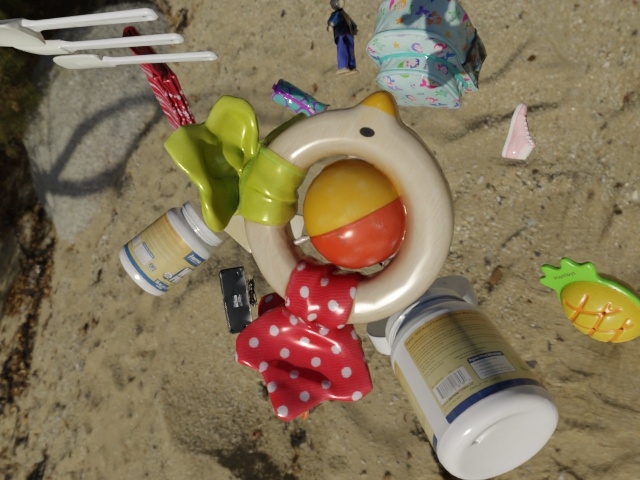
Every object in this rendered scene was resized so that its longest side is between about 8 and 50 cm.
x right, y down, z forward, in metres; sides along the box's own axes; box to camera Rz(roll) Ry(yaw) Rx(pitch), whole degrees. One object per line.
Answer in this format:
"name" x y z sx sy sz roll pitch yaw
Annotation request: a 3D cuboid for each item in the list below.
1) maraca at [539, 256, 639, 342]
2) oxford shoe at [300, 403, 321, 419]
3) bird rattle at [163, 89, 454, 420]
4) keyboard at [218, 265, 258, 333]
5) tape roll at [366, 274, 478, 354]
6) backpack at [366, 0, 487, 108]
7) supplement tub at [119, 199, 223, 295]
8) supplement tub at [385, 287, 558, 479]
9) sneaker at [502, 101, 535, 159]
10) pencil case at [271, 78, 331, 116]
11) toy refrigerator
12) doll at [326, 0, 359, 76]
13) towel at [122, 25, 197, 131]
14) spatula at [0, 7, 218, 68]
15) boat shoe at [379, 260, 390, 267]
"maraca" 0.445 0.096 0.788 0.099 0.185 0.127 -51 4 -30
"oxford shoe" -0.021 0.363 1.188 0.271 0.098 0.097 115 134 -84
"bird rattle" 0.000 0.000 0.374 0.206 0.143 0.254 -24 83 25
"keyboard" -0.229 0.168 1.389 0.038 0.100 0.192 -134 36 -77
"tape roll" 0.337 0.245 1.633 0.392 0.072 0.392 -30 7 4
"backpack" 0.223 -0.409 1.057 0.225 0.253 0.191 15 80 34
"supplement tub" -0.339 0.015 1.113 0.199 0.144 0.144 -38 40 0
"supplement tub" 0.274 0.264 0.948 0.228 0.228 0.316 -54 33 20
"sneaker" 0.488 -0.258 1.156 0.070 0.051 0.134 22 112 30
"pencil case" -0.053 -0.360 1.261 0.065 0.151 0.070 -61 -4 16
"toy refrigerator" -0.140 -0.042 1.031 0.269 0.102 0.094 31 111 59
"doll" 0.054 -0.506 1.186 0.046 0.129 0.189 -2 98 39
"towel" -0.237 -0.195 0.802 0.031 0.275 0.199 -30 52 -13
"spatula" -0.259 -0.226 0.561 0.241 0.168 0.019 4 92 16
"boat shoe" 0.193 0.051 1.429 0.066 0.183 0.066 69 -157 -76
